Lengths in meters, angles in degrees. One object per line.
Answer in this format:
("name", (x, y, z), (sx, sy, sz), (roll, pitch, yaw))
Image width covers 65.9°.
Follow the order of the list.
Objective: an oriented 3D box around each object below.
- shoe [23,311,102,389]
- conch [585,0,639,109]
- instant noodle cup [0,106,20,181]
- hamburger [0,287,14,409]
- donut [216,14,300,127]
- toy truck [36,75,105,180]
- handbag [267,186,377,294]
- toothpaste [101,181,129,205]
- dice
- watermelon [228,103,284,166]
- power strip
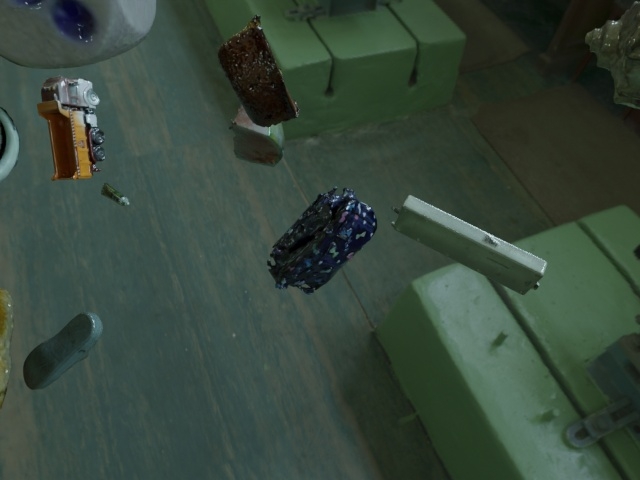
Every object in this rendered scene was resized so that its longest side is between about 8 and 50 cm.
("shoe", (-0.460, 0.206, 0.912), (0.195, 0.078, 0.079), (-42, 61, 13))
("conch", (0.363, -0.178, 0.420), (0.245, 0.163, 0.178), (15, 37, 24))
("instant noodle cup", (-0.833, -0.229, 1.042), (0.312, 0.284, 0.284), (14, 53, 20))
("hamburger", (-0.560, 0.211, 0.730), (0.158, 0.318, 0.319), (12, 45, -42))
("donut", (-0.135, -0.353, 1.064), (0.126, 0.187, 0.144), (-26, 58, 6))
("toy truck", (-0.678, -0.302, 1.345), (0.114, 0.271, 0.135), (1, 10, 27))
("handbag", (0.000, 0.000, 1.068), (0.260, 0.162, 0.113), (-46, 59, 13))
("toothpaste", (-0.706, -0.154, 1.694), (0.204, 0.031, 0.049), (26, 97, 41))
("dice", (-0.415, -0.440, 0.760), (0.251, 0.259, 0.243), (-5, 44, 1))
("watermelon", (-0.219, -0.358, 1.668), (0.180, 0.305, 0.224), (-19, 79, -12))
("power strip", (0.325, 0.007, 1.122), (0.367, 0.106, 0.043), (28, 59, 11))
